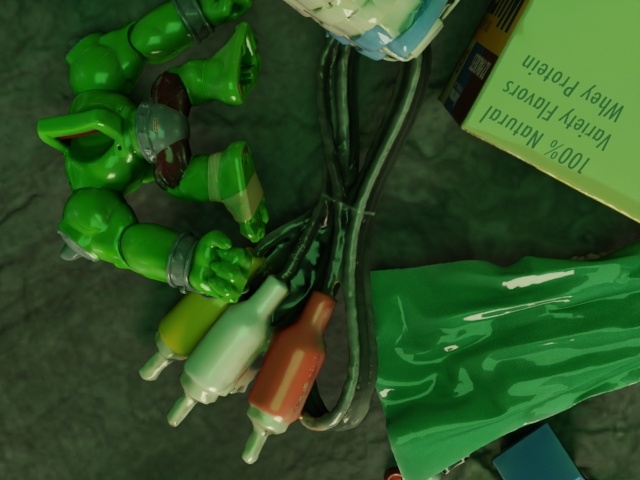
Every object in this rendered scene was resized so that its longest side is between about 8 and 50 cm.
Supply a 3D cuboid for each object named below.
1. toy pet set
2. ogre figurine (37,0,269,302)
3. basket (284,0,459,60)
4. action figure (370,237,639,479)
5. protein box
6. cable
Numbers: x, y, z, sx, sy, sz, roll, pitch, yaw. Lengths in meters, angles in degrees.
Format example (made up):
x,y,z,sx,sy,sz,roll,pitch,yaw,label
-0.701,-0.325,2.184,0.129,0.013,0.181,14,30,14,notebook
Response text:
x,y,z,sx,sy,sz,roll,pitch,yaw,label
0.118,0.176,1.016,0.114,0.065,0.122,-35,100,7,toy pet set
-0.096,-0.062,0.944,0.118,0.097,0.197,-4,93,14,ogre figurine
-0.003,-0.258,0.852,0.289,0.201,0.255,40,91,-11,basket
0.145,0.055,0.987,0.232,0.063,0.137,-17,89,8,action figure
0.205,-0.116,0.920,0.199,0.136,0.201,27,100,-7,protein box
0.000,0.000,0.961,0.139,0.072,0.287,34,106,27,cable
